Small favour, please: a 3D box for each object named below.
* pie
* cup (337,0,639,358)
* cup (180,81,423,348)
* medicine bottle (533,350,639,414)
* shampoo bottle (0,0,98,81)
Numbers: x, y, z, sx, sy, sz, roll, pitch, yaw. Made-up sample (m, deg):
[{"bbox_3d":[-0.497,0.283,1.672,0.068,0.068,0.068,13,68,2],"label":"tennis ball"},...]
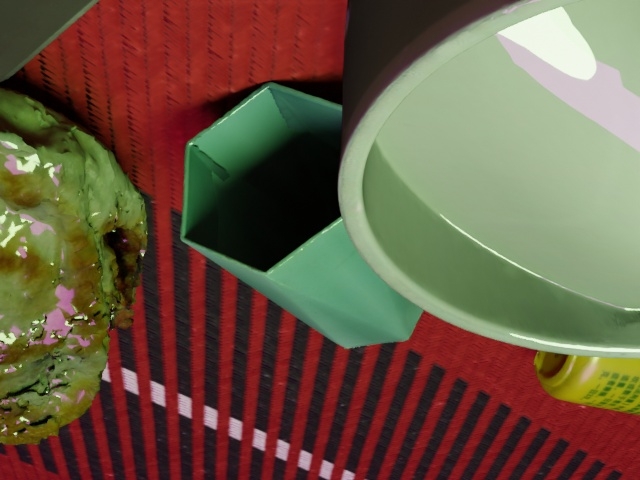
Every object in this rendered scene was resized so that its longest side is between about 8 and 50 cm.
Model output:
[{"bbox_3d":[-0.334,0.000,0.944,0.395,0.180,0.418,0,143,8],"label":"pie"},{"bbox_3d":[0.162,-0.151,0.528,0.259,0.274,0.356,16,143,-20],"label":"cup"},{"bbox_3d":[0.000,0.000,0.956,0.148,0.134,0.235,26,168,28],"label":"cup"},{"bbox_3d":[0.361,0.137,1.207,0.309,0.076,0.111,13,151,-15],"label":"medicine bottle"},{"bbox_3d":[-0.167,-0.171,0.721,0.079,0.080,0.246,27,143,-33],"label":"shampoo bottle"}]
